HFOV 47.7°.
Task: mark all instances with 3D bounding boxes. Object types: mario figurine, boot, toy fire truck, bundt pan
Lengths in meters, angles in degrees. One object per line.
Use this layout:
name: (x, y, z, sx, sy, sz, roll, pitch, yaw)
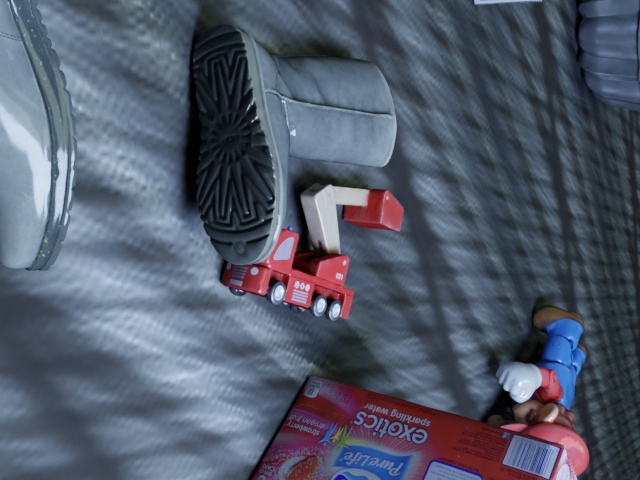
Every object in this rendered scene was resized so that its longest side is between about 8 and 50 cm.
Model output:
mario figurine: (0.325, 0.244, 1.135, 0.198, 0.170, 0.320, 44, 42, -8)
boot: (-0.009, -0.075, 0.595, 0.208, 0.076, 0.189, 3, 86, -60)
toy fire truck: (0.000, 0.000, 0.651, 0.192, 0.047, 0.135, 24, 77, -53)
bundt pan: (0.537, -0.384, 1.252, 0.331, 0.124, 0.330, -19, 113, -52)
boot: (-0.207, -0.090, 0.330, 0.161, 0.083, 0.246, -14, 120, -35)

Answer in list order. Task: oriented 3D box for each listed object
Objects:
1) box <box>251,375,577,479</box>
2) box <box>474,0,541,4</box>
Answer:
box: (0.083, 0.227, 0.635, 0.128, 0.257, 0.122, -57, 136, -30)
box: (0.222, -0.442, 0.829, 0.169, 0.087, 0.290, -52, 135, -35)
